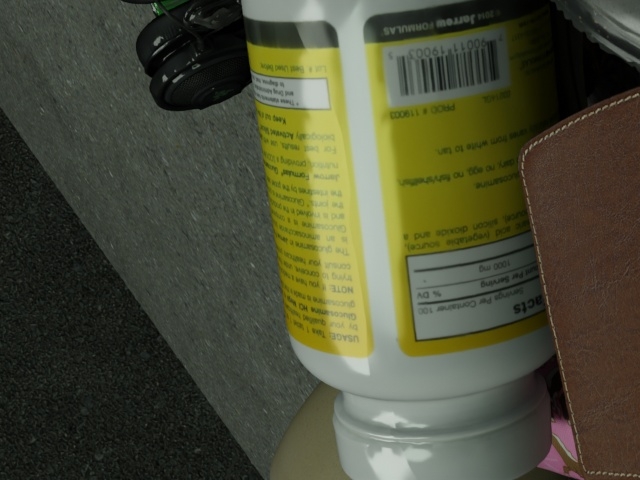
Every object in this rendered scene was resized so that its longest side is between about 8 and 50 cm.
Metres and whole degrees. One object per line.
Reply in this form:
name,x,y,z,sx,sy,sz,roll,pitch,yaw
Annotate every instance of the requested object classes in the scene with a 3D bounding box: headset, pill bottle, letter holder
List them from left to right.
headset,-0.118,-0.255,1.574,0.394,0.185,0.243,-124,11,-74
pill bottle,0.062,-0.019,0.979,0.188,0.188,0.334,25,125,62
letter holder,0.256,0.007,0.791,0.302,0.152,0.214,-13,91,63

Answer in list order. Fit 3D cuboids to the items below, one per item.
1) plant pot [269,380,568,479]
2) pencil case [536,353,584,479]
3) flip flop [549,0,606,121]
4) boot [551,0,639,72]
plant pot,0.116,0.179,1.447,0.284,0.284,0.191,42,121,43
pencil case,0.208,0.102,1.135,0.160,0.167,0.386,46,167,-17
flip flop,0.149,-0.141,1.042,0.112,0.080,0.277,15,119,51
boot,0.158,-0.236,0.790,0.338,0.118,0.223,43,150,25
